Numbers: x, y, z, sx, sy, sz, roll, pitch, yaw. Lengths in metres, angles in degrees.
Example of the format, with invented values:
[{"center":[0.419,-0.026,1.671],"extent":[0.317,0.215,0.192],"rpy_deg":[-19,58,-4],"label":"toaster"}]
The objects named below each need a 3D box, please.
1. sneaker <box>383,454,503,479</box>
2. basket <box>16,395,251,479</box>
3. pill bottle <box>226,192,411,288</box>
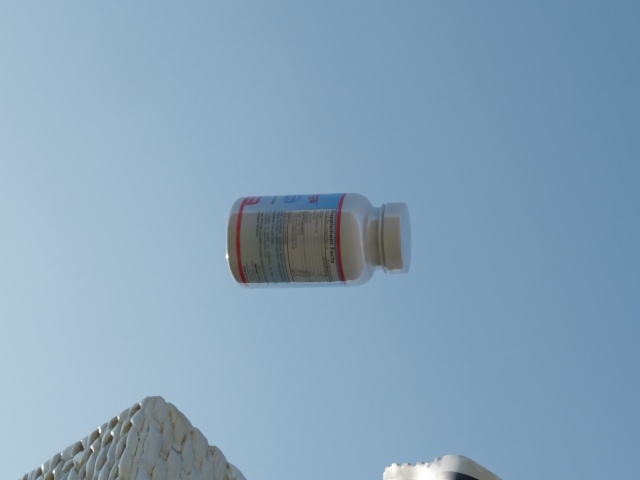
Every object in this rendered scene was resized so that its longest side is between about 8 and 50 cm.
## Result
[{"center":[0.081,0.235,0.821],"extent":[0.090,0.094,0.235],"rpy_deg":[27,-23,1],"label":"sneaker"},{"center":[-0.169,0.387,0.992],"extent":[0.266,0.331,0.328],"rpy_deg":[-36,-67,18],"label":"basket"},{"center":[0.000,0.000,0.956],"extent":[0.160,0.087,0.087],"rpy_deg":[-2,-69,12],"label":"pill bottle"}]
